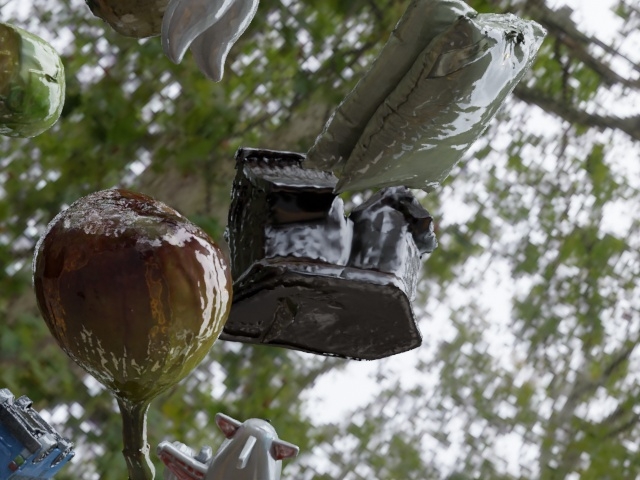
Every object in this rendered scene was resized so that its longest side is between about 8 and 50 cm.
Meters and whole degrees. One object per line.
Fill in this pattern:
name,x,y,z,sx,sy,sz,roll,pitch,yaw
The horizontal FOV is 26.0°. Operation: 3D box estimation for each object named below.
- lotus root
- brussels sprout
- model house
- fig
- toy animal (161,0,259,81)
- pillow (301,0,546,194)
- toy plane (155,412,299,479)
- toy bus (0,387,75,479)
lotus root,-0.158,-0.298,1.453,0.214,0.138,0.138,-26,-70,18
brussels sprout,-0.396,-0.205,1.830,0.149,0.122,0.152,-35,-121,27
model house,0.003,0.007,1.247,0.203,0.164,0.141,13,-42,-13
fig,-0.127,0.069,1.072,0.160,0.143,0.231,21,-41,61
toy animal,-0.062,-0.244,1.119,0.131,0.221,0.104,48,1,5
pillow,0.082,-0.104,1.057,0.181,0.134,0.078,-52,-121,27
toy plane,-0.112,0.339,1.943,0.252,0.118,0.252,12,-50,15
toy bus,-0.443,0.299,1.978,0.116,0.133,0.234,43,-7,10
